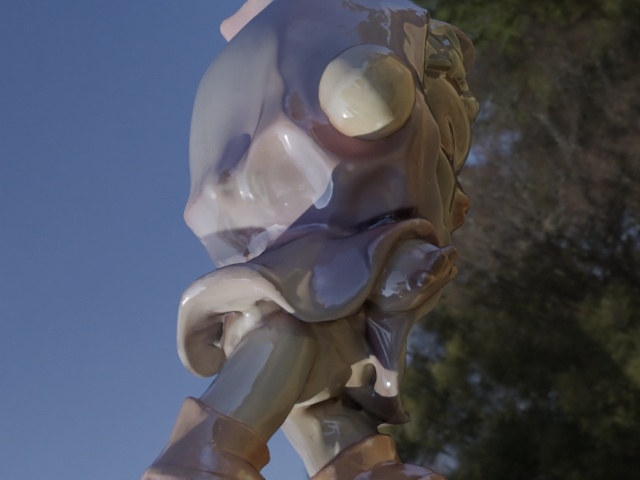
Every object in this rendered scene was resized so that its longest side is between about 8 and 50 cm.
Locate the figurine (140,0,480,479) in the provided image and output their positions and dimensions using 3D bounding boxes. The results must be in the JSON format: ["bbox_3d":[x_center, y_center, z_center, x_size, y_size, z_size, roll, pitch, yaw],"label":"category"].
[{"bbox_3d":[0.000,-0.001,0.548,0.200,0.133,0.276,82,-167,-56],"label":"figurine"}]
